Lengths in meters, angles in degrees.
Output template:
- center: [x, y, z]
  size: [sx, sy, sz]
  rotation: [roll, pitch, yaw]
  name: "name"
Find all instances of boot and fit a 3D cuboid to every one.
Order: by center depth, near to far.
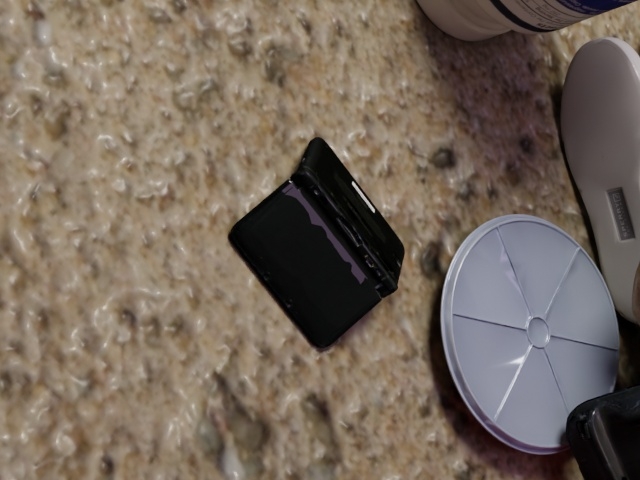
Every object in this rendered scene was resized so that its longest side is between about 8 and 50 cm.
- center: [0.296, -0.059, 1.512]
  size: [0.123, 0.095, 0.258]
  rotation: [-16, 98, -46]
  name: "boot"

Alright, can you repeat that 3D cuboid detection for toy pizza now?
- center: [0.171, 0.078, 1.407]
  size: [0.201, 0.032, 0.201]
  rotation: [10, 74, -35]
  name: "toy pizza"

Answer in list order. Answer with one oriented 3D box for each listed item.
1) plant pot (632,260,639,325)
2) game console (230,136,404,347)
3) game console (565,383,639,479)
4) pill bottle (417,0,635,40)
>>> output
- center: [0.436, 0.030, 1.391]
  size: [0.305, 0.334, 0.334]
  rotation: [-24, 95, -32]
  name: "plant pot"
- center: [0.000, 0.000, 1.302]
  size: [0.122, 0.071, 0.107]
  rotation: [52, 23, -17]
  name: "game console"
- center: [0.326, 0.279, 1.372]
  size: [0.361, 0.213, 0.044]
  rotation: [64, 21, -7]
  name: "game console"
- center: [0.200, -0.254, 1.359]
  size: [0.153, 0.264, 0.153]
  rotation: [10, 74, -38]
  name: "pill bottle"
